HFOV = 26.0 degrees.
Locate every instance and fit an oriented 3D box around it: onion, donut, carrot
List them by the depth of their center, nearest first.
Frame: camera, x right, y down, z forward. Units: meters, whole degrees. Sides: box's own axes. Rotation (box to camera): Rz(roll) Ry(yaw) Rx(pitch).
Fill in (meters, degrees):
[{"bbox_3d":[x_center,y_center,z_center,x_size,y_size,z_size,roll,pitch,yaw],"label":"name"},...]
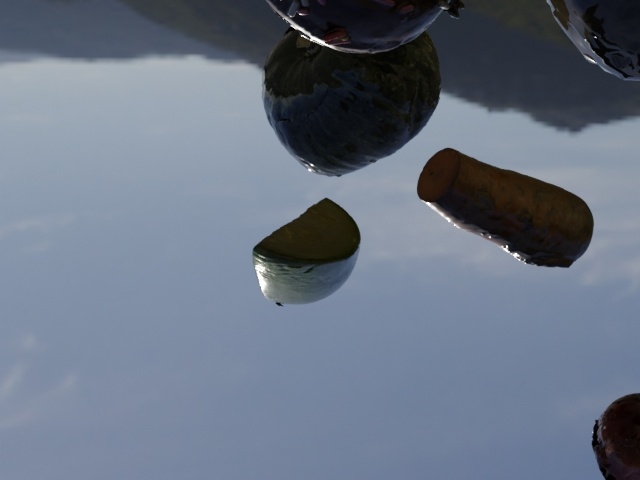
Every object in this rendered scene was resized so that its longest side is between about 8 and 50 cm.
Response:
[{"bbox_3d":[0.015,-0.394,1.729,0.259,0.345,0.136,-32,-176,-38],"label":"donut"},{"bbox_3d":[0.487,0.295,2.014,0.184,0.147,0.184,12,-134,-13],"label":"onion"},{"bbox_3d":[0.295,-0.052,2.185,0.301,0.139,0.138,26,179,-27],"label":"carrot"}]

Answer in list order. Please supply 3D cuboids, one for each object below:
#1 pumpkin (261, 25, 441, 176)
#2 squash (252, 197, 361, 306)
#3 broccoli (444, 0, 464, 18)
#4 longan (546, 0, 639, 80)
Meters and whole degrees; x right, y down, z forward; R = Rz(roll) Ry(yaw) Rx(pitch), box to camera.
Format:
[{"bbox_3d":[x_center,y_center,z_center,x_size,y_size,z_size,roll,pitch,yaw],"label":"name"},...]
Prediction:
[{"bbox_3d":[0.052,-0.279,2.418,0.257,0.327,0.292,35,-150,-35],"label":"pumpkin"},{"bbox_3d":[0.000,0.000,2.002,0.111,0.203,0.289,28,164,10],"label":"squash"},{"bbox_3d":[0.210,-0.528,2.198,0.323,0.334,0.272,2,-126,-6],"label":"broccoli"},{"bbox_3d":[0.482,-0.402,1.869,0.391,0.391,0.391,1,-169,0],"label":"longan"}]
